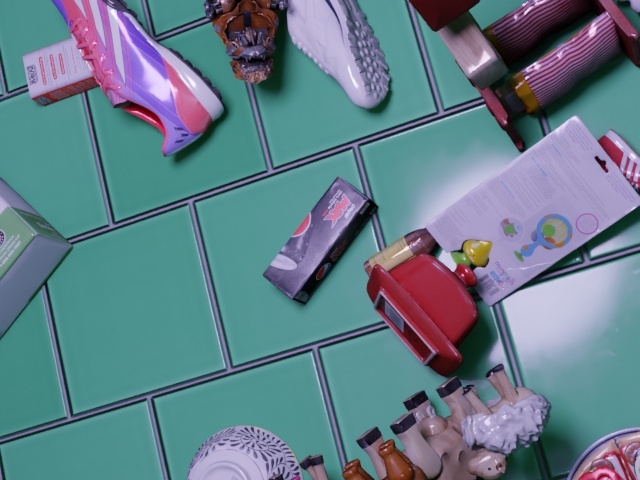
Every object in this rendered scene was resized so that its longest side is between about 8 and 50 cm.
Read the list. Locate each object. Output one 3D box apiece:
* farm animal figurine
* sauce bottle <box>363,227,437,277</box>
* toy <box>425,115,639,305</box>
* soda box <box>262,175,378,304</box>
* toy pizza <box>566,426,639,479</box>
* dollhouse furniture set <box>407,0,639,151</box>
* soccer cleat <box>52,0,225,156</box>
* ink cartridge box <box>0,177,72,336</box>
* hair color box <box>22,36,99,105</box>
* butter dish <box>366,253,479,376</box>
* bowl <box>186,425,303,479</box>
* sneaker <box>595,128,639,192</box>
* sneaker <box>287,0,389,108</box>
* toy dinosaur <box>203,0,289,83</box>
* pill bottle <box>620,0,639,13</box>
[{"bbox_3d":[0.098,0.305,1.486,0.327,0.330,0.172,-31,90,-25],"label":"farm animal figurine"},{"bbox_3d":[0.118,0.013,1.619,0.128,0.042,0.042,-31,73,9],"label":"sauce bottle"},{"bbox_3d":[0.267,-0.038,1.564,0.237,0.056,0.137,-37,95,18],"label":"toy"},{"bbox_3d":[0.000,0.000,1.652,0.060,0.053,0.169,38,93,19],"label":"soda box"},{"bbox_3d":[0.390,0.325,1.485,0.201,0.032,0.201,-3,80,17],"label":"toy pizza"},{"bbox_3d":[0.238,-0.264,1.453,0.201,0.374,0.152,-35,68,11],"label":"dollhouse furniture set"},{"bbox_3d":[-0.281,-0.254,1.724,0.318,0.108,0.116,42,81,3],"label":"soccer cleat"},{"bbox_3d":[-0.532,-0.010,1.791,0.278,0.117,0.201,41,94,19],"label":"ink cartridge box"},{"bbox_3d":[-0.361,-0.256,1.816,0.141,0.043,0.072,-16,76,14],"label":"hair color box"},{"bbox_3d":[0.145,0.075,1.547,0.118,0.160,0.160,-40,80,-11],"label":"butter dish"},{"bbox_3d":[-0.113,0.327,1.621,0.170,0.080,0.170,-3,81,17],"label":"bowl"},{"bbox_3d":[0.378,-0.077,1.549,0.067,0.042,0.118,-40,64,4],"label":"sneaker"},{"bbox_3d":[0.015,-0.272,1.686,0.095,0.090,0.235,-31,69,24],"label":"sneaker"},{"bbox_3d":[-0.123,-0.367,1.688,0.164,0.218,0.322,-25,59,-19],"label":"toy dinosaur"},{"bbox_3d":[0.432,-0.312,1.558,0.120,0.067,0.067,21,88,20],"label":"pill bottle"}]
